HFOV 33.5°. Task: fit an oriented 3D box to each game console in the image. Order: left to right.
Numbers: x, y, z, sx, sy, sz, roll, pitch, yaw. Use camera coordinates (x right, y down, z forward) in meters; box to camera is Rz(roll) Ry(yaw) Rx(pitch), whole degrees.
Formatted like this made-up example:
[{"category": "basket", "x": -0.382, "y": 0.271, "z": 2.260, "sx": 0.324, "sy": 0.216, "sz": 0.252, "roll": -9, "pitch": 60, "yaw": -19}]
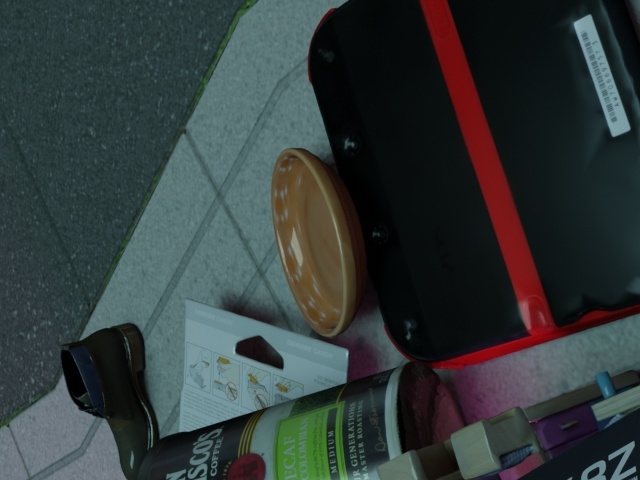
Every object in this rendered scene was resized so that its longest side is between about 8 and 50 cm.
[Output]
[{"category": "game console", "x": 0.152, "y": -0.093, "z": 0.980, "sx": 0.342, "sy": 0.060, "sz": 0.386, "roll": -25, "pitch": 78, "yaw": 40}]

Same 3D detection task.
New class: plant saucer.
[{"category": "plant saucer", "x": 0.000, "y": 0.000, "z": 1.102, "sx": 0.200, "sy": 0.037, "sz": 0.200, "roll": 167, "pitch": 90, "yaw": -70}]

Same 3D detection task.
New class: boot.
[{"category": "boot", "x": -0.285, "y": 0.225, "z": 1.410, "sx": 0.082, "sy": 0.106, "sz": 0.219, "roll": -11, "pitch": 87, "yaw": 45}]

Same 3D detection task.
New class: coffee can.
[{"category": "coffee can", "x": -0.006, "y": 0.247, "z": 1.007, "sx": 0.275, "sy": 0.201, "sz": 0.201, "roll": -20, "pitch": 80, "yaw": 21}]

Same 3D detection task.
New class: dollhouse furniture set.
[{"category": "dollhouse furniture set", "x": 0.257, "y": 0.175, "z": 0.736, "sx": 0.303, "sy": 0.286, "sz": 0.198, "roll": -42, "pitch": 66, "yaw": 52}]

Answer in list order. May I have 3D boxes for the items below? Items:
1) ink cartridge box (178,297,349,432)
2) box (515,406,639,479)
[{"category": "ink cartridge box", "x": -0.056, "y": 0.204, "z": 1.212, "sx": 0.275, "sy": 0.060, "sz": 0.238, "roll": 13, "pitch": 102, "yaw": 43}, {"category": "box", "x": 0.282, "y": 0.276, "z": 0.681, "sx": 0.395, "sy": 0.097, "sz": 0.318, "roll": 41, "pitch": 121, "yaw": -15}]
